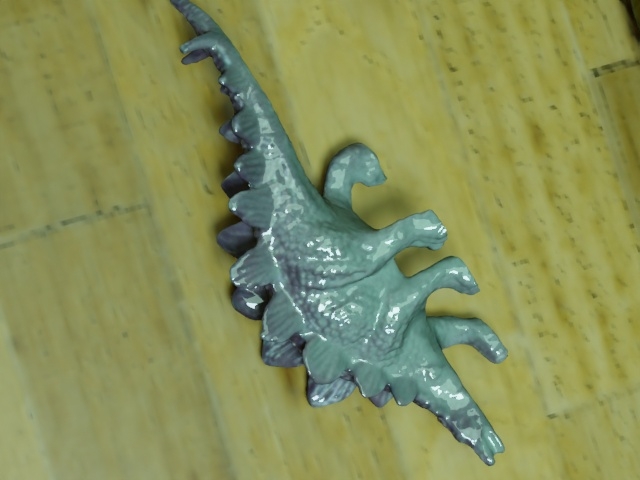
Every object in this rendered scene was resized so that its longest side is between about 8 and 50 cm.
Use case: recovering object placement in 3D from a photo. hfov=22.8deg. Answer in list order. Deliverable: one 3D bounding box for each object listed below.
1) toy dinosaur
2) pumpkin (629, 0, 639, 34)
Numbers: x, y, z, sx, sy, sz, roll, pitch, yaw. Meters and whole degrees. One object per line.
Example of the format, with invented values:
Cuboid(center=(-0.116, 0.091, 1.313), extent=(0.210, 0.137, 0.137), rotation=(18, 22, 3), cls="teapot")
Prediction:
Cuboid(center=(0.000, -0.001, 0.578), extent=(0.082, 0.039, 0.209), rotation=(-33, 93, -16), cls="toy dinosaur")
Cuboid(center=(0.187, -0.135, 0.619), extent=(0.131, 0.126, 0.248), rotation=(-6, 66, -10), cls="pumpkin")
